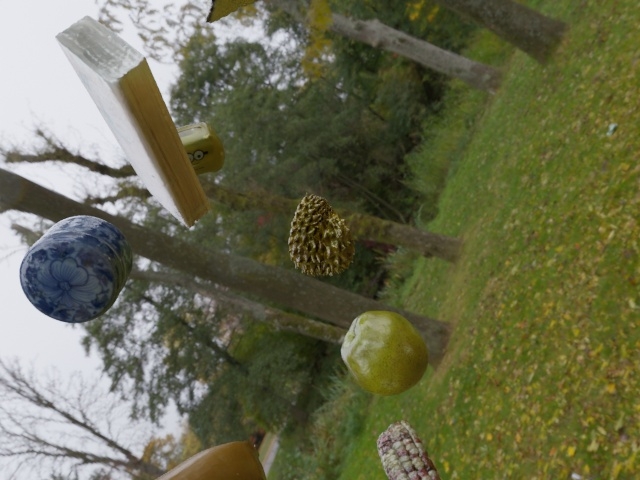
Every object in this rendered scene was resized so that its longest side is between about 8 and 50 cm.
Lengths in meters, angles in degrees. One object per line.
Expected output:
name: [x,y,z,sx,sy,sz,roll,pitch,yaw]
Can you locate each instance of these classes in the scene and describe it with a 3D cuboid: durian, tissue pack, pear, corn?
durian: [-0.002,0.002,1.251,0.132,0.165,0.183,-101,34,-66]
tissue pack: [-0.285,-0.175,0.861,0.071,0.170,0.325,-42,-30,-20]
pear: [0.144,0.255,1.218,0.198,0.198,0.198,26,-90,-88]
tissue pack: [-0.349,-0.238,1.417,0.178,0.123,0.127,-20,-33,-17]
corn: [0.156,0.384,0.790,0.237,0.079,0.080,61,143,35]

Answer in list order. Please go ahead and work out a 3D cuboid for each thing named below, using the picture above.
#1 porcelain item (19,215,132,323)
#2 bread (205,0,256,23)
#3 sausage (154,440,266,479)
porcelain item: [-0.379,0.045,0.837,0.114,0.147,0.147,-100,33,-68]
bread: [-0.154,-0.478,0.796,0.135,0.178,0.240,-36,2,-19]
sausage: [-0.129,0.276,0.515,0.328,0.112,0.112,-7,-56,-65]
